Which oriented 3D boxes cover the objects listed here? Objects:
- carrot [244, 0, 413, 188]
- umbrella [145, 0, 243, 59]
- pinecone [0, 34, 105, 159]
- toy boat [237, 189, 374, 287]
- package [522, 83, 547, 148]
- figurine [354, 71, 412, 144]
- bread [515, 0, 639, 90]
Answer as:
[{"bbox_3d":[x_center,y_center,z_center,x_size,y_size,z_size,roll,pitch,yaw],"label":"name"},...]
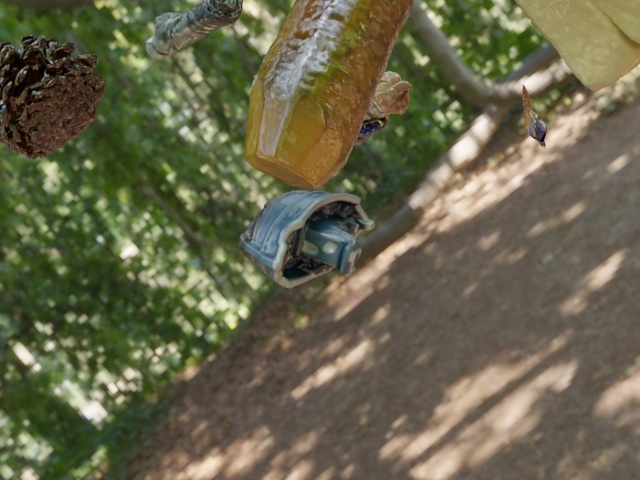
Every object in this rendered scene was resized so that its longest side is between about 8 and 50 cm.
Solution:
[{"bbox_3d":[0.019,-0.195,1.180,0.302,0.114,0.114,-67,14,-13],"label":"carrot"},{"bbox_3d":[-0.150,-0.253,1.443,0.046,0.050,0.188,-33,11,-32],"label":"umbrella"},{"bbox_3d":[-0.496,-0.258,2.143,0.221,0.221,0.221,-38,7,6],"label":"pinecone"},{"bbox_3d":[0.000,0.000,1.760,0.309,0.142,0.129,-23,-47,-62],"label":"toy boat"},{"bbox_3d":[0.377,-0.216,2.212,0.033,0.077,0.111,-30,55,24],"label":"package"},{"bbox_3d":[0.080,-0.230,1.979,0.157,0.126,0.114,-34,29,44],"label":"figurine"},{"bbox_3d":[0.436,-0.477,1.758,0.371,0.390,0.279,-43,12,-29],"label":"bread"}]
